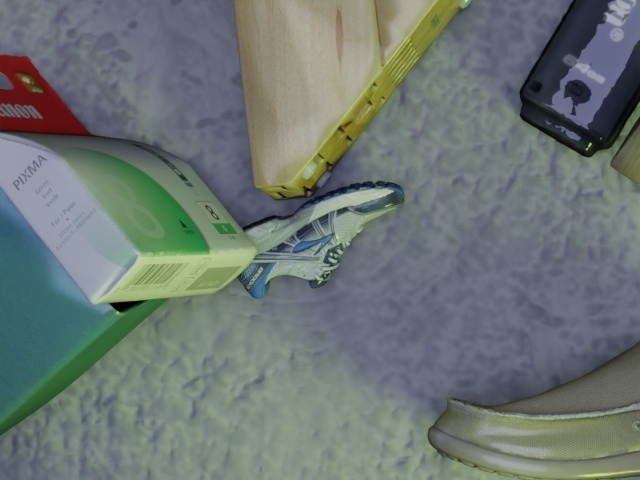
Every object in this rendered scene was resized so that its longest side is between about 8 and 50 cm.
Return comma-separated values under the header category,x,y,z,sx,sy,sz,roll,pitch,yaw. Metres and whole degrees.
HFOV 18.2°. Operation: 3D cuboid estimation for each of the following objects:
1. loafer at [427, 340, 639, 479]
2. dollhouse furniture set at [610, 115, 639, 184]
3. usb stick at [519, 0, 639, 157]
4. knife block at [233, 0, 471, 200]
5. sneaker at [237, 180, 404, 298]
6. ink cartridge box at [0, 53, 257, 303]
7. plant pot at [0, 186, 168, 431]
category,x,y,z,sx,sy,sz,roll,pitch,yaw
loafer,0.205,0.114,1.346,0.268,0.102,0.092,0,88,-5
dollhouse furniture set,0.299,-0.100,1.314,0.123,0.144,0.151,34,56,3
usb stick,0.232,-0.190,1.367,0.077,0.045,0.278,31,92,3
knife block,-0.028,-0.199,1.362,0.242,0.088,0.276,38,91,10
sneaker,0.000,0.000,1.386,0.135,0.052,0.058,-22,95,13
ink cartridge box,-0.157,-0.059,1.309,0.056,0.181,0.225,-42,76,18
plant pot,-0.248,0.058,1.348,0.234,0.165,0.166,-44,87,11
